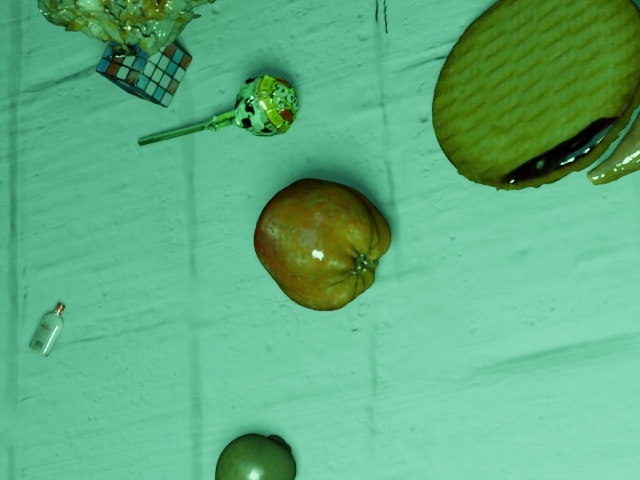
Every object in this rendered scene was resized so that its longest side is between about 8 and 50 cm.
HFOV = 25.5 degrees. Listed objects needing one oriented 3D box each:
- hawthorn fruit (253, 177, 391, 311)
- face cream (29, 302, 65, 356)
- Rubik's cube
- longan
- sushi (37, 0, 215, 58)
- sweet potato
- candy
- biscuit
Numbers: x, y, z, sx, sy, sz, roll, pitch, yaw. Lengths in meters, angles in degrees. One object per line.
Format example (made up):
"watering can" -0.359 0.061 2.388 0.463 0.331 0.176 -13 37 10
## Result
"hawthorn fruit" 0.000 0.000 1.894 0.189 0.189 0.189 -10 67 26
"face cream" -0.414 0.135 2.159 0.040 0.021 0.083 24 85 33
"Rubik's cube" -0.273 -0.273 2.189 0.092 0.092 0.092 24 85 34
"longan" -0.082 0.301 1.873 0.106 0.106 0.119 9 35 31
"sushi" -0.267 -0.471 2.147 0.417 0.176 0.418 -10 51 12
"sweet potato" 0.450 -0.185 1.762 0.314 0.066 0.072 -54 14 2
"candy" -0.163 -0.181 2.108 0.305 0.091 0.083 -10 39 34
"biscuit" 0.286 -0.209 1.854 0.317 0.040 0.318 -19 55 29
